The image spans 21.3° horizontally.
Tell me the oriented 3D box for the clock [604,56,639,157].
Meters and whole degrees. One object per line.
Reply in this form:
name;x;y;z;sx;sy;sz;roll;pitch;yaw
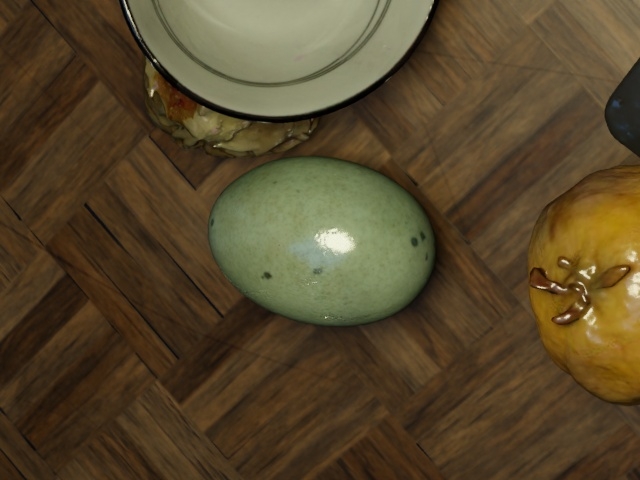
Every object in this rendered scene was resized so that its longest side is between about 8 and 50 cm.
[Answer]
clock;0.432;-0.131;1.539;0.273;0.049;0.279;38;117;9

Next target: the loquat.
loquat;0.291;0.040;1.552;0.193;0.238;0.238;-14;99;32

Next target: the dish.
dish;-0.045;-0.269;1.599;0.317;0.106;0.316;-2;99;-14

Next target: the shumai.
shumai;-0.113;-0.152;1.705;0.206;0.175;0.166;2;106;26

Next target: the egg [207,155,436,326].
egg;0.000;0.000;1.702;0.237;0.169;0.169;16;111;20
